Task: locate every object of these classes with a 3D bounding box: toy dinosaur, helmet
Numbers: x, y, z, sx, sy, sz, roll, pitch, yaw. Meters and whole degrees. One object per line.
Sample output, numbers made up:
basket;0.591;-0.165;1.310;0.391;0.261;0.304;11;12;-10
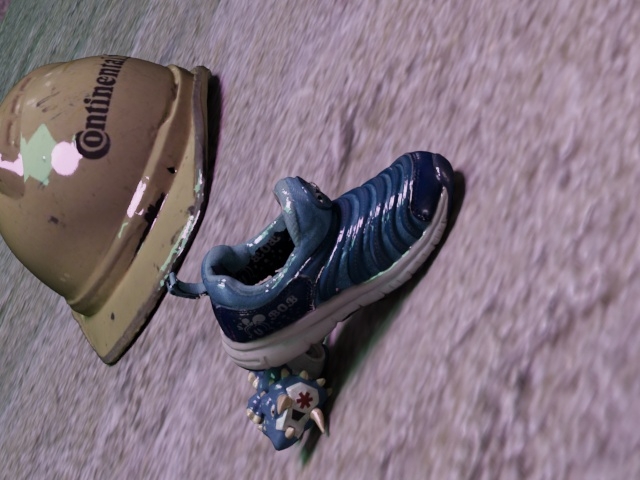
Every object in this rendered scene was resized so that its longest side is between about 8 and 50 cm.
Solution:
toy dinosaur;-0.013;0.066;0.966;0.047;0.030;0.083;-52;22;34
helmet;-0.175;-0.048;1.415;0.204;0.137;0.257;-58;19;24

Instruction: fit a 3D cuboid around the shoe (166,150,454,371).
shoe;0.000;0.000;0.929;0.143;0.071;0.064;-34;32;16
